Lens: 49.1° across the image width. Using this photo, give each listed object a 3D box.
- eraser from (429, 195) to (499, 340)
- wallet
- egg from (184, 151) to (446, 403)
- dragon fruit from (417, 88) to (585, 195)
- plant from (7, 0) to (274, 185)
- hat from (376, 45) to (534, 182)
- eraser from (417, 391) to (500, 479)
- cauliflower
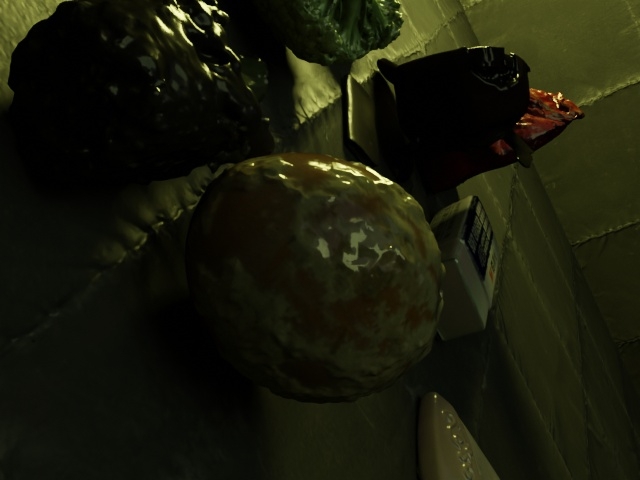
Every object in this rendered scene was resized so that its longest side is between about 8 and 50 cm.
[{"bbox_3d":[0.222,0.035,1.119,0.130,0.086,0.287,62,25,-13],"label":"eraser"},{"bbox_3d":[0.061,-0.179,1.054,0.082,0.018,0.157,43,34,-41],"label":"wallet"},{"bbox_3d":[-0.004,0.028,0.552,0.233,0.195,0.195,41,35,-30],"label":"egg"},{"bbox_3d":[0.341,-0.219,1.372,0.240,0.330,0.302,67,10,-62],"label":"dragon fruit"},{"bbox_3d":[-0.114,-0.107,0.513,0.142,0.131,0.203,62,24,-5],"label":"plant"},{"bbox_3d":[0.212,-0.203,1.176,0.336,0.238,0.209,-151,-119,-70],"label":"hat"},{"bbox_3d":[0.177,0.325,0.815,0.204,0.059,0.243,57,23,-21],"label":"eraser"},{"bbox_3d":[0.021,-0.362,0.857,0.272,0.250,0.275,64,20,-11],"label":"cauliflower"}]
